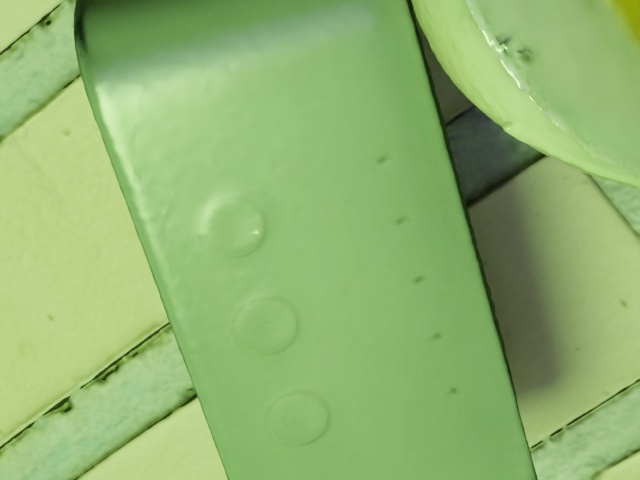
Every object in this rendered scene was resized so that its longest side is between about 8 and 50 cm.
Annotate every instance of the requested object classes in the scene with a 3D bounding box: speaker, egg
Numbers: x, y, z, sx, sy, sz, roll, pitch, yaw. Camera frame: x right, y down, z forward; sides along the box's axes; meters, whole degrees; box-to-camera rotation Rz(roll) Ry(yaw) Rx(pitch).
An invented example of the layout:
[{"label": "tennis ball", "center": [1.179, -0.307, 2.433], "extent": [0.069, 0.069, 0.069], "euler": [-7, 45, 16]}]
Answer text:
[{"label": "speaker", "center": [0.000, 0.000, 1.176], "extent": [0.184, 0.183, 0.406], "euler": [-14, 118, 6]}, {"label": "egg", "center": [0.170, -0.173, 1.067], "extent": [0.337, 0.201, 0.337], "euler": [3, 81, -21]}]
